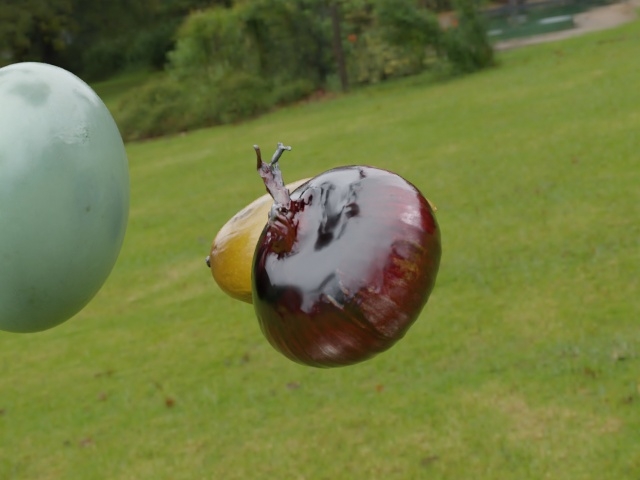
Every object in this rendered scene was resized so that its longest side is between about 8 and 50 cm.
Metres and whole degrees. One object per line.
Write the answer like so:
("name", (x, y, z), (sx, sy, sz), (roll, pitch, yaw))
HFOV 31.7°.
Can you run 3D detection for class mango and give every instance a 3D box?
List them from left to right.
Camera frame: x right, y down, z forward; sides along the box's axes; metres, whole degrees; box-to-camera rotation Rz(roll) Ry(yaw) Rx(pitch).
("mango", (0.000, -0.004, 1.706), (0.359, 0.187, 0.144), (-20, 11, 7))

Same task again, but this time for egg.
("egg", (-0.403, -0.054, 1.561), (0.276, 0.389, 0.276), (7, 21, -3))

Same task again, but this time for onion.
("onion", (0.006, 0.016, 1.380), (0.273, 0.285, 0.273), (-33, 36, 28))
